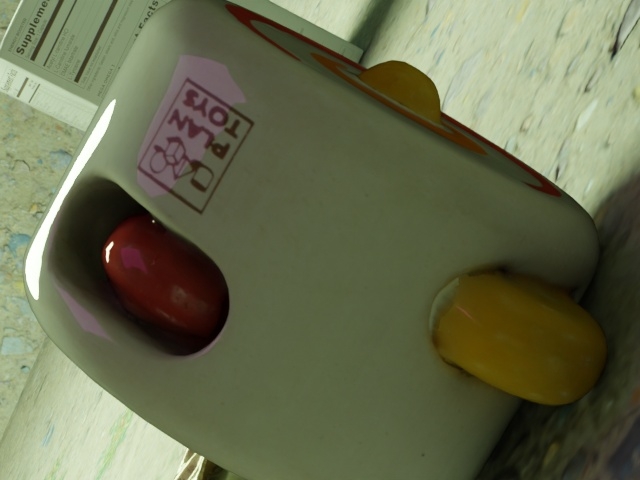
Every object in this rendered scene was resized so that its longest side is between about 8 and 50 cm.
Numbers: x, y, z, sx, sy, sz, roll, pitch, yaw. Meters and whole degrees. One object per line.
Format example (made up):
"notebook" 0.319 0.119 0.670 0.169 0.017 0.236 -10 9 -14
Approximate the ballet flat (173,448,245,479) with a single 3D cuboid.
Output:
"ballet flat" -0.034 0.107 0.968 0.067 0.073 0.206 -11 51 42

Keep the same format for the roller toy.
"roller toy" 0.000 0.000 0.676 0.146 0.191 0.209 -61 11 9

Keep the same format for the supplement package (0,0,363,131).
"supplement package" -0.115 -0.134 1.388 0.134 0.244 0.139 -65 12 -10
